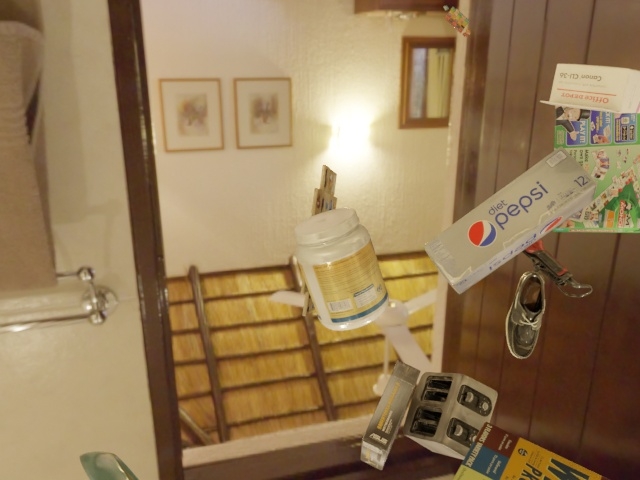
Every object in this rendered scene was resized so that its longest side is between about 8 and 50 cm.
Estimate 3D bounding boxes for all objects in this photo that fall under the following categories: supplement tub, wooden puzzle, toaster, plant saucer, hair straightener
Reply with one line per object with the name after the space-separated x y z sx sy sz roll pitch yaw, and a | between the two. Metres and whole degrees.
0.038 0.053 1.044 0.144 0.199 0.144 -17 -162 6 | supplement tub
0.303 -0.488 1.217 0.049 0.083 0.006 -57 -169 -30 | wooden puzzle
0.291 0.396 1.259 0.110 0.168 0.186 33 158 -18 | toaster
-0.279 0.462 0.902 0.044 0.317 0.318 -39 -144 -24 | plant saucer
0.478 0.041 1.166 0.047 0.089 0.230 -40 -129 -2 | hair straightener

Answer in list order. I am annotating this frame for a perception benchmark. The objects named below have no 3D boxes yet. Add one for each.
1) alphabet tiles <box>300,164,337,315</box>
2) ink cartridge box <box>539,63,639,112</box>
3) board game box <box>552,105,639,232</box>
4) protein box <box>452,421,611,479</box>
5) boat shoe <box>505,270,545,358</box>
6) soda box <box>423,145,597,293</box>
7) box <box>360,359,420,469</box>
0.000 0.000 1.306 0.011 0.342 0.285 8 -178 10 | alphabet tiles
0.452 -0.243 0.881 0.198 0.067 0.115 -12 -156 -41 | ink cartridge box
0.636 -0.176 1.231 0.214 0.317 0.046 2 169 23 | board game box
0.279 0.398 0.742 0.201 0.199 0.136 20 -143 29 | protein box
0.536 0.195 1.435 0.084 0.233 0.079 10 -179 11 | boat shoe
0.325 -0.029 0.955 0.091 0.286 0.098 57 -171 25 | soda box
0.150 0.388 1.205 0.056 0.231 0.183 22 -117 15 | box
